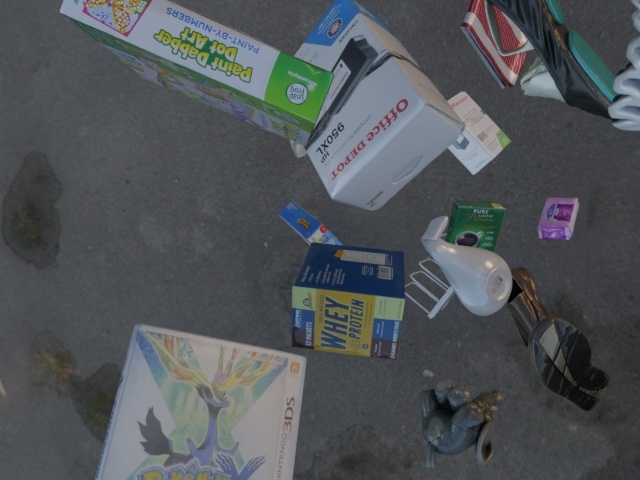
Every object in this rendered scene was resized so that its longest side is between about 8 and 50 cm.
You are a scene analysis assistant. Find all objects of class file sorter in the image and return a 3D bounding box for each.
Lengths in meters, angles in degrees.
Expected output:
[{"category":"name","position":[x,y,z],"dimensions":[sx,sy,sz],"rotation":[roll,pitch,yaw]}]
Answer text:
[{"category":"file sorter","position":[0.477,0.133,1.810],"dimensions":[0.173,0.192,0.278],"rotation":[39,112,21]}]

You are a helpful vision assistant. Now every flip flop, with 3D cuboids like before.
[{"category":"flip flop","position":[0.442,0.224,0.833],"dimensions":[0.112,0.277,0.080],"rotation":[-52,33,1]}]

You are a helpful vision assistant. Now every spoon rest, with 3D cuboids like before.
[{"category":"spoon rest","position":[0.300,0.050,0.937],"dimensions":[0.276,0.084,0.137],"rotation":[40,76,-25]}]

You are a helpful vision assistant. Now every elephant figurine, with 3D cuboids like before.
[{"category":"elephant figurine","position":[0.351,0.438,1.080],"dimensions":[0.186,0.239,0.169],"rotation":[-41,36,17]}]

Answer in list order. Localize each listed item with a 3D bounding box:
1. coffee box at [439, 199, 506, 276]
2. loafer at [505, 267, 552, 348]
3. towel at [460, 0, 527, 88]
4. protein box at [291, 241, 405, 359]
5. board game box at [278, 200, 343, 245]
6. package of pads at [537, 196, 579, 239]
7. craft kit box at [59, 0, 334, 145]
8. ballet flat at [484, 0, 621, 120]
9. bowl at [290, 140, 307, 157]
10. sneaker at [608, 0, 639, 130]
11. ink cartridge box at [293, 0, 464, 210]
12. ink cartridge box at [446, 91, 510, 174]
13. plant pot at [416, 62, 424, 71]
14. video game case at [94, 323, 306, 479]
[{"category":"coffee box","position":[0.348,-0.001,1.055],"dimensions":[0.113,0.040,0.184],"rotation":[1,118,-3]},{"category":"loafer","position":[0.752,0.261,1.704],"dimensions":[0.130,0.366,0.134],"rotation":[11,137,-20]},{"category":"towel","position":[0.440,-0.554,1.048],"dimensions":[0.037,0.237,0.329],"rotation":[14,78,49]},{"category":"protein box","position":[0.060,0.112,0.913],"dimensions":[0.201,0.200,0.136],"rotation":[6,115,7]},{"category":"board game box","position":[0.000,0.000,1.893],"dimensions":[0.086,0.302,0.308],"rotation":[-46,33,-3]},{"category":"package of pads","position":[0.394,-0.038,0.754],"dimensions":[0.050,0.083,0.032],"rotation":[4,134,37]},{"category":"craft kit box","position":[-0.115,-0.190,0.528],"dimensions":[0.246,0.250,0.061],"rotation":[19,95,-5]},{"category":"ballet flat","position":[0.303,-0.265,0.619],"dimensions":[0.280,0.095,0.096],"rotation":[51,138,-10]},{"category":"bowl","position":[-0.042,-0.353,1.529],"dimensions":[0.142,0.142,0.053],"rotation":[-32,75,-2]},{"category":"sneaker","position":[0.316,-0.200,0.363],"dimensions":[0.110,0.292,0.118],"rotation":[-44,45,-5]},{"category":"ink cartridge box","position":[0.089,-0.311,1.044],"dimensions":[0.285,0.166,0.395],"rotation":[-44,56,30]},{"category":"ink cartridge box","position":[0.569,-0.416,1.754],"dimensions":[0.273,0.198,0.115],"rotation":[48,139,5]},{"category":"plant pot","position":[0.295,-0.603,1.811],"dimensions":[0.230,0.215,0.215],"rotation":[-27,86,-7]},{"category":"video game case","position":[-0.182,0.319,0.768],"dimensions":[0.036,0.328,0.300],"rotation":[-23,55,53]}]
